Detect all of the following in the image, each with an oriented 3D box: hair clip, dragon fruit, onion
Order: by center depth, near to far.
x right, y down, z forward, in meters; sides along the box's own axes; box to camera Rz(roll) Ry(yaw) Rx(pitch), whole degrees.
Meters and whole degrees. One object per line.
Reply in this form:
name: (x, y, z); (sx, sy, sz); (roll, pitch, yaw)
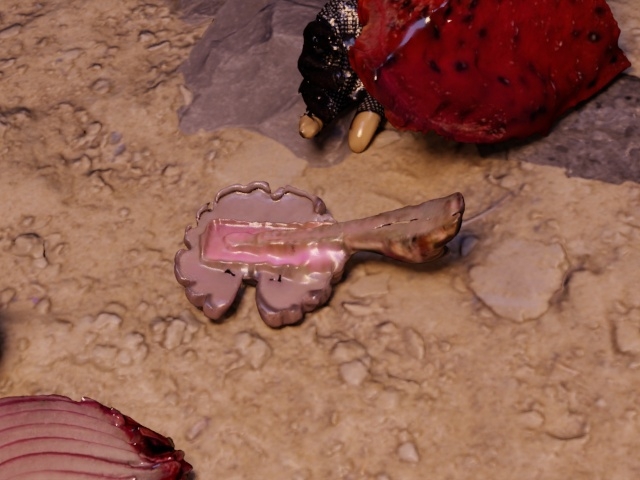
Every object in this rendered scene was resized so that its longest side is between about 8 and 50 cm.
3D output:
onion: (-0.236, 0.241, 1.063); (0.283, 0.227, 0.120); (-15, -2, -45)
hair clip: (0.004, 0.005, 1.259); (0.300, 0.069, 0.173); (-5, 48, 19)
dragon fruit: (0.140, -0.246, 1.300); (0.302, 0.240, 0.330); (36, 52, 22)

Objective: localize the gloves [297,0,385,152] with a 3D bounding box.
gloves: (0.012, -0.174, 1.380); (0.106, 0.129, 0.180); (16, 49, 33)
